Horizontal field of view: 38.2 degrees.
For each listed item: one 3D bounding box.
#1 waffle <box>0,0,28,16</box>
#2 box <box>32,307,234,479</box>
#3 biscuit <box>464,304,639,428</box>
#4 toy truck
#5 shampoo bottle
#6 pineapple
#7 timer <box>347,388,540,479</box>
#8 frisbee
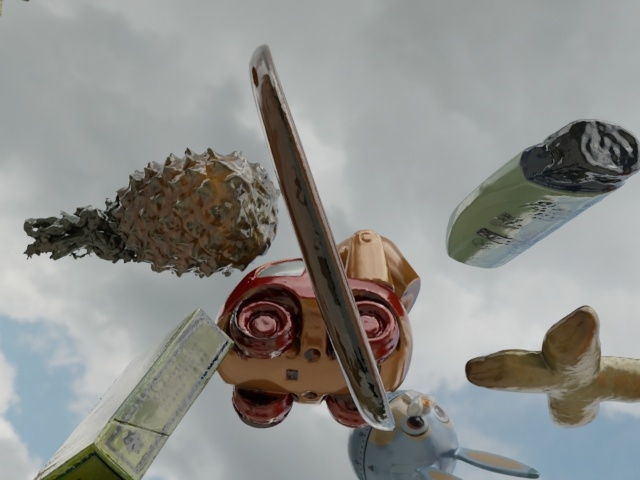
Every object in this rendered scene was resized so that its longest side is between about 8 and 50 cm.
[{"bbox_3d":[-0.411,-0.317,1.018,0.253,0.056,0.249,9,-15,23],"label":"waffle"},{"bbox_3d":[-0.190,0.178,0.939,0.064,0.220,0.141,46,-54,-11],"label":"box"},{"bbox_3d":[0.285,0.152,1.044,0.164,0.047,0.207,-34,-45,30],"label":"biscuit"},{"bbox_3d":[-0.001,0.093,1.154,0.264,0.239,0.189,2,-45,-3],"label":"toy truck"},{"bbox_3d":[0.265,-0.052,1.198,0.134,0.078,0.359,8,-20,-12],"label":"shampoo bottle"},{"bbox_3d":[-0.230,-0.027,1.203,0.361,0.175,0.175,-5,-65,23],"label":"pineapple"},{"bbox_3d":[0.146,0.278,1.267,0.255,0.175,0.175,-21,-77,49],"label":"timer"},{"bbox_3d":[0.000,0.000,0.580,0.021,0.251,0.251,-18,-71,2],"label":"frisbee"}]
